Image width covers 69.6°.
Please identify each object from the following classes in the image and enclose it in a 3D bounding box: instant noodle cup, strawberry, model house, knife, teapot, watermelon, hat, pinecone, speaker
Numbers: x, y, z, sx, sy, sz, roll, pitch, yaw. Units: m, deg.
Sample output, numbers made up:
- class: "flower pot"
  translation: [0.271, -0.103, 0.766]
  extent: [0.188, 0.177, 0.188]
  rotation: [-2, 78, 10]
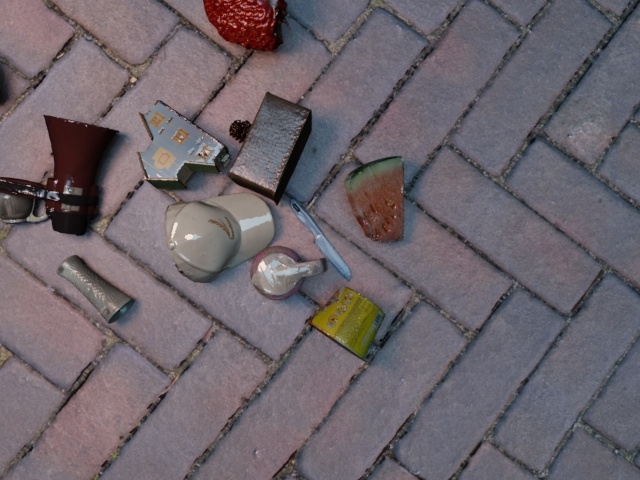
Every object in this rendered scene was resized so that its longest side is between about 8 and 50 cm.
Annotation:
- class: "instant noodle cup"
  translation: [0.087, 0.235, 1.341]
  extent: [0.205, 0.205, 0.153]
  rotation: [35, 81, -2]
- class: "strawberry"
  translation: [-0.214, -0.686, 1.330]
  extent: [0.258, 0.261, 0.260]
  rotation: [2, 88, -10]
- class: "model house"
  translation: [-0.419, -0.237, 1.326]
  extent: [0.271, 0.178, 0.206]
  rotation: [34, 81, -4]
- class: "knife"
  translation: [0.000, 0.000, 1.427]
  extent: [0.044, 0.019, 0.313]
  rotation: [-38, 91, 4]
- class: "teapot"
  translation: [-0.096, 0.104, 1.337]
  extent: [0.222, 0.178, 0.163]
  rotation: [16, 88, -4]
- class: "watermelon"
  translation: [0.175, -0.111, 1.396]
  extent: [0.193, 0.140, 0.256]
  rotation: [-18, 99, -8]
- class: "teapot"
  translation: [-0.880, -0.102, 1.350]
  extent: [0.111, 0.149, 0.108]
  rotation: [10, 106, 34]
- class: "hat"
  translation: [-0.282, -0.022, 1.336]
  extent: [0.302, 0.168, 0.257]
  rotation: [-19, 93, -8]
- class: "pinecone"
  translation: [-0.236, -0.327, 1.395]
  extent: [0.083, 0.077, 0.077]
  rotation: [7, 88, 14]
- class: "speaker"
  translation: [-0.732, -0.190, 1.286]
  extent: [0.198, 0.259, 0.329]
  rotation: [16, 92, 31]

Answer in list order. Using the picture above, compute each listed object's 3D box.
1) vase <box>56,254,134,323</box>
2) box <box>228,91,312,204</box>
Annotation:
- class: "vase"
  translation: [-0.664, 0.138, 1.349]
  extent: [0.219, 0.096, 0.096]
  rotation: [41, 87, 1]
- class: "box"
  translation: [-0.138, -0.262, 1.344]
  extent: [0.143, 0.184, 0.273]
  rotation: [24, 86, 2]
